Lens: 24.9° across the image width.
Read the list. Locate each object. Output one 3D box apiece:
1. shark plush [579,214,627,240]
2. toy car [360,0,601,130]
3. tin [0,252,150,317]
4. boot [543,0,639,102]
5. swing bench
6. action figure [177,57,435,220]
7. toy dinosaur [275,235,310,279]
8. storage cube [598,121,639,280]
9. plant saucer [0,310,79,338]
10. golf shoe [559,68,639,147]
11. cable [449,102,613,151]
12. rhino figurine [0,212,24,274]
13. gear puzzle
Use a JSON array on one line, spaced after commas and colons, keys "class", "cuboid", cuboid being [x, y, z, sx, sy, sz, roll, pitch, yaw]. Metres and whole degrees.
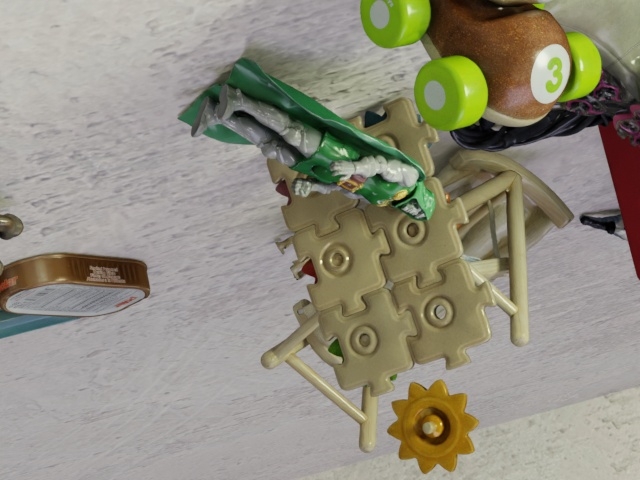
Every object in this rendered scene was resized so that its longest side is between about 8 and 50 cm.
[{"class": "shark plush", "cuboid": [0.401, -0.010, 1.900, 0.161, 0.073, 0.067, -8, -167, -33]}, {"class": "toy car", "cuboid": [0.148, -0.186, 1.021, 0.155, 0.149, 0.188, -16, 155, -38]}, {"class": "tin", "cuboid": [-0.269, 0.051, 1.581, 0.106, 0.040, 0.189, -22, 162, 37]}, {"class": "boot", "cuboid": [0.270, -0.139, 1.202, 0.246, 0.161, 0.083, 2, 156, -43]}, {"class": "swing bench", "cuboid": [0.105, 0.046, 1.538, 0.253, 0.165, 0.255, -42, -171, 36]}, {"class": "action figure", "cuboid": [0.006, -0.072, 1.244, 0.232, 0.063, 0.137, 22, 158, -25]}, {"class": "toy dinosaur", "cuboid": [0.000, 0.000, 1.638, 0.092, 0.053, 0.183, -30, 168, -3]}, {"class": "storage cube", "cuboid": [0.420, -0.076, 1.447, 0.183, 0.215, 0.193, -6, 167, -27]}, {"class": "plant saucer", "cuboid": [-0.377, 0.099, 1.673, 0.192, 0.018, 0.067, -15, 163, 0]}, {"class": "golf shoe", "cuboid": [0.259, -0.152, 1.310, 0.186, 0.086, 0.067, 26, 147, -30]}, {"class": "cable", "cuboid": [0.214, -0.120, 1.410, 0.150, 0.047, 0.184, -27, 159, 36]}, {"class": "rhino figurine", "cuboid": [-0.398, 0.019, 1.314, 0.243, 0.073, 0.106, -15, 167, 7]}, {"class": "gear puzzle", "cuboid": [0.076, 0.047, 1.337, 0.175, 0.339, 0.044, -22, 169, 24]}]
